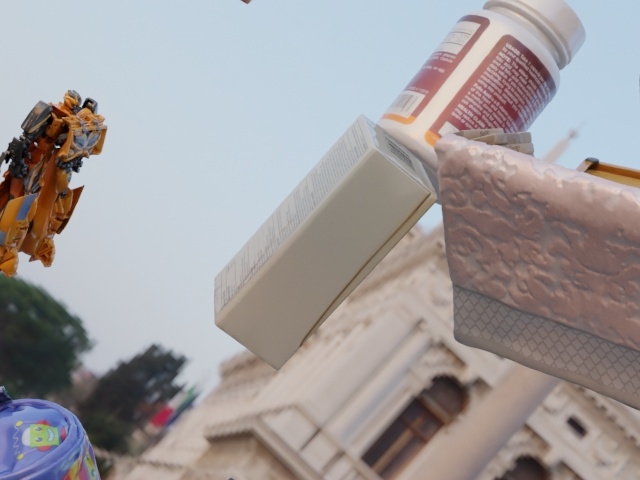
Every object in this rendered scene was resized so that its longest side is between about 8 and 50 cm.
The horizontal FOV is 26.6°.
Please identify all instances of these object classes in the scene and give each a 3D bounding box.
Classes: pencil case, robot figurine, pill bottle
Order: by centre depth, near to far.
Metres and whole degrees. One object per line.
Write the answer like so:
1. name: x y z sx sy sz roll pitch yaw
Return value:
1. pencil case: -0.232 0.279 1.130 0.119 0.133 0.306 -79 162 -62
2. robot figurine: -0.418 -0.091 2.063 0.085 0.291 0.211 31 18 14
3. pill bottle: 0.287 -0.268 2.427 0.224 0.392 0.224 37 -11 8

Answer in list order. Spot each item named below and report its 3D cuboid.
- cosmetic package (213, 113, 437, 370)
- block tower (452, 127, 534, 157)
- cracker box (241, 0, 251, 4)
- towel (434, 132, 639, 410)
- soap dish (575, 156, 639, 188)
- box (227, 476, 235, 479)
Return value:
1. cosmetic package: 0.000 0.000 1.755 0.113 0.309 0.160 37 15 -17
2. block tower: 0.283 -0.010 2.094 0.097 0.091 0.336 -11 -94 51
3. cracker box: -0.095 -0.345 1.362 0.232 0.156 0.067 38 -9 45
4. towel: 0.289 0.044 1.658 0.331 0.053 0.317 20 -47 35
5. soap dish: 0.512 -0.038 2.156 0.290 0.118 0.229 14 20 18
6. box: -0.171 0.480 2.091 0.077 0.180 0.147 35 -33 26
